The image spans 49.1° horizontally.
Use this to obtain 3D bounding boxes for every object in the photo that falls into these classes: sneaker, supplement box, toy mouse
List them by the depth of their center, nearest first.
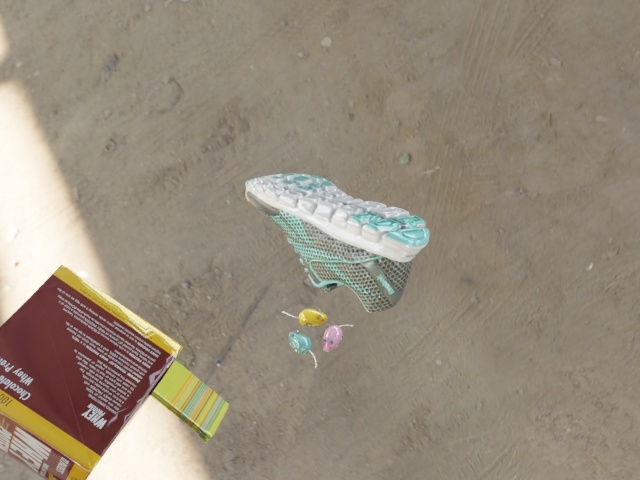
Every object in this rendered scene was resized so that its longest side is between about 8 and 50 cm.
[{"bbox_3d":[0.000,0.000,0.514,0.166,0.065,0.076,28,118,41],"label":"sneaker"},{"bbox_3d":[-0.319,0.176,0.885,0.191,0.129,0.194,35,49,-3],"label":"supplement box"},{"bbox_3d":[-0.010,0.206,1.514,0.161,0.031,0.143,2,49,2],"label":"toy mouse"}]

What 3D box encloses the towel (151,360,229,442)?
[{"bbox_3d":[-0.259,0.229,1.162,0.237,0.102,0.021,40,111,-4],"label":"towel"}]
